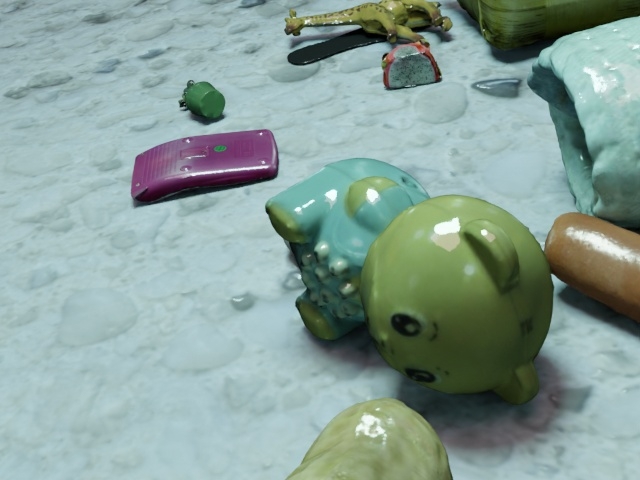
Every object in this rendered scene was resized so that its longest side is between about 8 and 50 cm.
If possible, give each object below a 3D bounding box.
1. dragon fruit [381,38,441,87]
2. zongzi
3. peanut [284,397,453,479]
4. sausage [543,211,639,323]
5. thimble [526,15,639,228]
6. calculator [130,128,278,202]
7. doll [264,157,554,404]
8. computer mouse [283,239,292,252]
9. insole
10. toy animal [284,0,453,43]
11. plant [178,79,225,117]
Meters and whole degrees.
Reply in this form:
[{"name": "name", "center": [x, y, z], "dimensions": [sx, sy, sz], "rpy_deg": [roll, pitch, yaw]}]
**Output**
[{"name": "dragon fruit", "center": [0.125, -0.252, 1.415], "dimensions": [0.083, 0.056, 0.060], "rpy_deg": [-9, 33, 7]}, {"name": "zongzi", "center": [0.339, -0.394, 1.499], "dimensions": [0.273, 0.145, 0.300], "rpy_deg": [-12, 25, -7]}, {"name": "peanut", "center": [0.021, 0.201, 0.683], "dimensions": [0.129, 0.129, 0.224], "rpy_deg": [1, 32, 20]}, {"name": "sausage", "center": [0.319, 0.062, 0.846], "dimensions": [0.087, 0.079, 0.326], "rpy_deg": [-17, 32, -28]}, {"name": "thimble", "center": [0.315, -0.119, 1.008], "dimensions": [0.171, 0.205, 0.250], "rpy_deg": [-14, 32, 4]}, {"name": "calculator", "center": [-0.150, -0.103, 1.300], "dimensions": [0.190, 0.034, 0.127], "rpy_deg": [-11, 31, 0]}, {"name": "doll", "center": [0.087, 0.032, 0.882], "dimensions": [0.161, 0.177, 0.260], "rpy_deg": [-28, 31, -23]}, {"name": "computer mouse", "center": [0.001, 0.002, 1.080], "dimensions": [0.066, 0.039, 0.096], "rpy_deg": [-29, 28, -26]}, {"name": "insole", "center": [0.066, -0.321, 1.591], "dimensions": [0.253, 0.005, 0.086], "rpy_deg": [-18, 32, -11]}, {"name": "toy animal", "center": [0.074, -0.342, 1.565], "dimensions": [0.275, 0.054, 0.149], "rpy_deg": [16, 44, 33]}, {"name": "plant", "center": [-0.176, -0.207, 1.452], "dimensions": [0.051, 0.051, 0.102], "rpy_deg": [-27, 30, -23]}]
